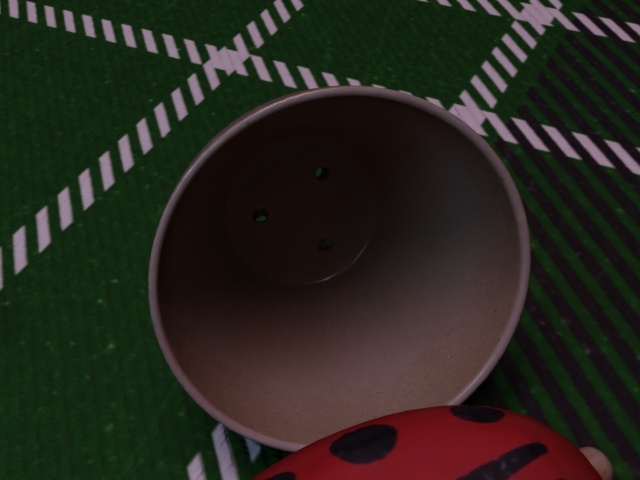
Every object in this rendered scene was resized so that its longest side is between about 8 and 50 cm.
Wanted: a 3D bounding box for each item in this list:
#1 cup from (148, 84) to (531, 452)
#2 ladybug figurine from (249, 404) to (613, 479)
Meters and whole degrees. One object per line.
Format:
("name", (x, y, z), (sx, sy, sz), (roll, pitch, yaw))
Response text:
("cup", (0.000, 0.000, 0.863), (0.331, 0.331, 0.237), (-12, 20, -8))
("ladybug figurine", (0.045, 0.260, 0.654), (0.449, 0.161, 0.305), (-29, 48, -23))
